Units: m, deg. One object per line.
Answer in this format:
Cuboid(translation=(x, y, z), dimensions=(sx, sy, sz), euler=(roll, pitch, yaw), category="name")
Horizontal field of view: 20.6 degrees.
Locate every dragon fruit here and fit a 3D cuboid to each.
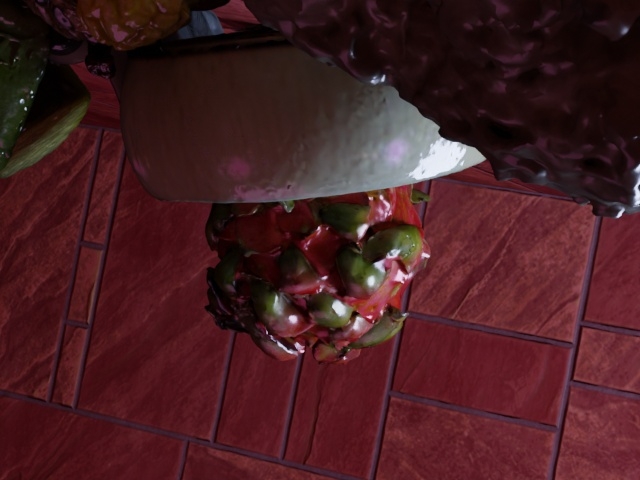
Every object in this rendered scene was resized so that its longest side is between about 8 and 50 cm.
Cuboid(translation=(-0.004, 0.008, 1.886), dimensions=(0.231, 0.237, 0.302), euler=(8, 135, 10), category="dragon fruit")

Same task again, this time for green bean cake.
Cuboid(translation=(-0.390, -0.191, 1.849), dimensions=(0.200, 0.214, 0.113), euler=(22, -155, -9), category="green bean cake")

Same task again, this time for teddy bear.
Cuboid(translation=(0.103, -0.158, 1.057), dimensions=(0.368, 0.224, 0.357), euler=(26, 180, 1), category="teddy bear")

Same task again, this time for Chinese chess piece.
Cuboid(translation=(-0.009, -0.130, 1.604), dimensions=(0.349, 0.146, 0.349), euler=(-6, -170, 1), category="Chinese chess piece")

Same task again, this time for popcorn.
Cuboid(translation=(-0.154, -0.218, 1.472), dimensions=(0.116, 0.121, 0.106), euler=(29, 150, 47), category="popcorn")

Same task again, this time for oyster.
Cuboid(translation=(-0.248, -0.235, 1.533), dimensions=(0.177, 0.056, 0.105), euler=(43, -179, 3), category="oyster")

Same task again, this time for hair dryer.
Cuboid(translation=(-0.328, -0.262, 2.029), dimensions=(0.225, 0.088, 0.219), euler=(24, -173, 18), category="hair dryer")

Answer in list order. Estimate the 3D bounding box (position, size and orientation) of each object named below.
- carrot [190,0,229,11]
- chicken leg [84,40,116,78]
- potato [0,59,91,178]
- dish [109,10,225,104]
Cuboid(translation=(-0.137, -0.243, 1.701), dimensions=(0.139, 0.048, 0.048), euler=(6, 176, 43), category="carrot")
Cuboid(translation=(-0.223, -0.219, 1.621), dimensions=(0.089, 0.048, 0.219), euler=(-24, -128, -26), category="chicken leg")
Cuboid(translation=(-0.427, -0.213, 2.077), dimensions=(0.280, 0.213, 0.330), euler=(49, -150, 1), category="potato")
Cuboid(translation=(-0.153, -0.201, 1.849), dimensions=(0.080, 0.181, 0.243), euler=(-27, 167, 15), category="dish")
